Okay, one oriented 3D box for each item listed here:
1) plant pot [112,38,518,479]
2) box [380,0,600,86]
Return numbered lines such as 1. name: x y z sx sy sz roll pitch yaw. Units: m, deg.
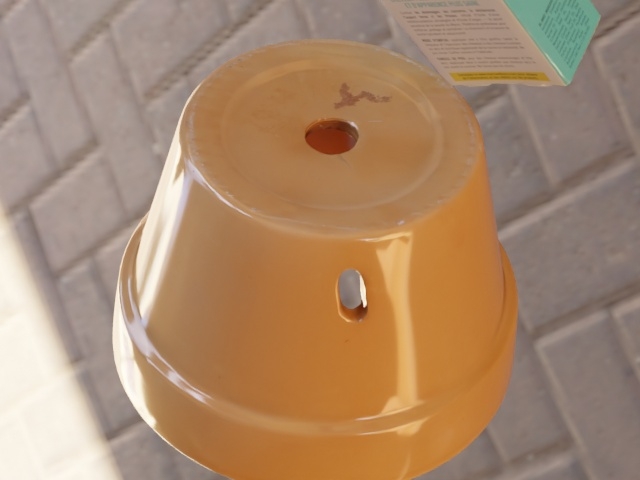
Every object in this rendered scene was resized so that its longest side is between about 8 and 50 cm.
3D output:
1. plant pot: 0.000 0.000 1.243 0.291 0.291 0.203 43 147 32
2. box: 0.067 -0.190 1.100 0.101 0.060 0.244 5 149 43
